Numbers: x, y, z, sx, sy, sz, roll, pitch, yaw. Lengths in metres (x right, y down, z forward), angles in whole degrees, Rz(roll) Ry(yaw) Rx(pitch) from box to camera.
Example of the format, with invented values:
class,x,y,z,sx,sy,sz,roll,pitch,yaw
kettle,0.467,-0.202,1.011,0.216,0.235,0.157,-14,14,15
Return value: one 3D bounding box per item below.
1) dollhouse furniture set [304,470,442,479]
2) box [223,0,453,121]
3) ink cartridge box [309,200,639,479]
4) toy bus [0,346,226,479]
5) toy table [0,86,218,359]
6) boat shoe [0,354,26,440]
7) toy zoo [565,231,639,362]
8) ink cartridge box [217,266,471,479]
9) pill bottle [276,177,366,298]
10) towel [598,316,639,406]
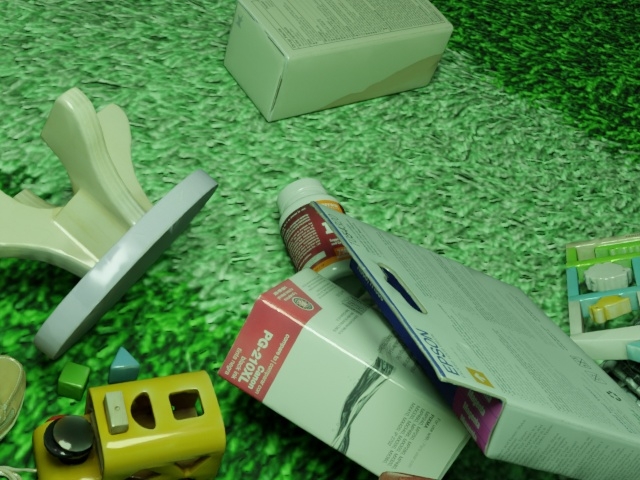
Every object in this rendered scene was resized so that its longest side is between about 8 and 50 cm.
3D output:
class,x,y,z,sx,sy,sz,roll,pitch,yaw
dollhouse furniture set,0.055,0.340,0.680,0.152,0.201,0.374,12,43,-40
box,0.027,-0.293,1.323,0.311,0.121,0.148,-17,57,-31
ink cartridge box,0.157,0.107,0.900,0.330,0.071,0.324,20,19,-29
toy bus,-0.189,0.183,0.828,0.191,0.104,0.202,28,46,6
toy table,-0.243,-0.026,0.920,0.161,0.252,0.274,42,35,-3
boat shoe,-0.317,0.157,0.801,0.068,0.072,0.190,23,29,-5
toy zoo,0.399,0.067,1.074,0.192,0.030,0.293,-10,24,17
ink cartridge box,0.041,0.139,0.906,0.237,0.100,0.172,31,14,9
pill bottle,0.000,0.000,1.074,0.086,0.086,0.152,-7,52,-25
towel,0.515,0.174,1.081,0.283,0.121,0.235,41,50,18
